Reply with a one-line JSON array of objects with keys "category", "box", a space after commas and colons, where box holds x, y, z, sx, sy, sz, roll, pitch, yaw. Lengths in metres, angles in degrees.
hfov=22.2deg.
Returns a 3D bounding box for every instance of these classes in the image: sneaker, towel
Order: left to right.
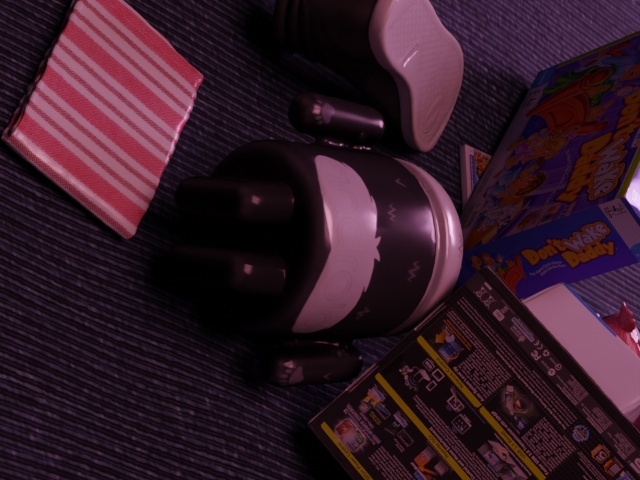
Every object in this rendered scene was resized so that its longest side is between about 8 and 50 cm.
[{"category": "towel", "box": [-0.182, -0.113, 1.387, 0.144, 0.029, 0.197, 41, 50, -28]}, {"category": "sneaker", "box": [0.045, -0.186, 1.604, 0.104, 0.147, 0.296, -63, 157, -12]}]

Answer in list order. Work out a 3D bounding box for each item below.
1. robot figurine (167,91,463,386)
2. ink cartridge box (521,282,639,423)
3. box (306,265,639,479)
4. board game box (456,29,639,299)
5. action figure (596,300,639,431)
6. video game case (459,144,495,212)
[{"category": "robot figurine", "box": [-0.002, 0.002, 1.426, 0.278, 0.209, 0.173, 4, 41, -46]}, {"category": "ink cartridge box", "box": [0.210, 0.156, 1.536, 0.082, 0.190, 0.139, -24, 63, -40]}, {"category": "box", "box": [0.155, 0.191, 1.413, 0.270, 0.216, 0.060, 48, 4, 17]}, {"category": "board game box", "box": [0.288, -0.090, 1.708, 0.078, 0.233, 0.347, 52, 44, -20]}, {"category": "action figure", "box": [0.360, 0.219, 1.710, 0.370, 0.248, 0.275, 50, 58, -22]}, {"category": "video game case", "box": [0.196, -0.047, 1.777, 0.122, 0.011, 0.087, 20, 61, -41]}]
